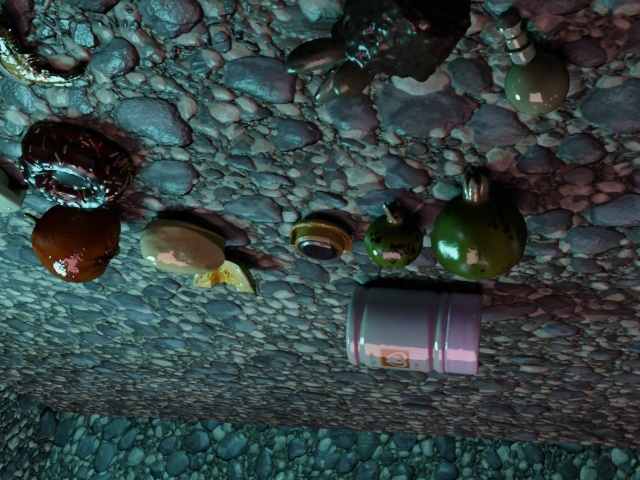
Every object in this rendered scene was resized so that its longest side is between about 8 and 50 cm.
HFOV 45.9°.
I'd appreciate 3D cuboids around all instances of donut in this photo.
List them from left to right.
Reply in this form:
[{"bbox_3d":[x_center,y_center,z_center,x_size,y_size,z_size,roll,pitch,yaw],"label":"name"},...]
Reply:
[{"bbox_3d":[-0.497,-0.140,1.532,0.235,0.089,0.235,9,152,5],"label":"donut"}]

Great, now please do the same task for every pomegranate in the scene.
[{"bbox_3d":[0.149,-0.016,1.541,0.122,0.122,0.161,3,125,12],"label":"pomegranate"},{"bbox_3d":[0.293,-0.032,1.410,0.180,0.180,0.210,0,122,19],"label":"pomegranate"}]

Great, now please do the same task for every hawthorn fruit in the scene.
[{"bbox_3d":[-0.573,-0.011,1.717,0.225,0.196,0.196,24,154,7],"label":"hawthorn fruit"}]

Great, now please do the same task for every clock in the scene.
[{"bbox_3d":[-0.758,-0.130,1.665,0.151,0.062,0.191,1,151,18],"label":"clock"}]

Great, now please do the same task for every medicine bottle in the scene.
[{"bbox_3d":[0.234,0.220,1.859,0.315,0.202,0.202,3,153,14],"label":"medicine bottle"}]

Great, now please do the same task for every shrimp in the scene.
[{"bbox_3d":[-0.463,-0.307,1.245,0.147,0.035,0.195,15,160,-4],"label":"shrimp"}]

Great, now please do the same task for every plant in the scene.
[{"bbox_3d":[0.075,-0.268,1.024,0.146,0.149,0.274,25,152,-27],"label":"plant"}]

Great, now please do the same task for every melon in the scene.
[{"bbox_3d":[-0.233,0.072,1.879,0.160,0.079,0.128,7,135,6],"label":"melon"}]

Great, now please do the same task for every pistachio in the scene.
[{"bbox_3d":[-0.316,0.016,1.740,0.200,0.117,0.145,13,148,-8],"label":"pistachio"}]

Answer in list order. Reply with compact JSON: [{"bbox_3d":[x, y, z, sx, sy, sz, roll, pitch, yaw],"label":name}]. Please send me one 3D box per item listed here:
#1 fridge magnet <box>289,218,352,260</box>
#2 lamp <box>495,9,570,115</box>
[{"bbox_3d":[0.000,0.000,1.661,0.143,0.063,0.143,11,152,6],"label":"fridge magnet"},{"bbox_3d":[0.288,-0.253,1.065,0.091,0.091,0.163,-12,130,36],"label":"lamp"}]
